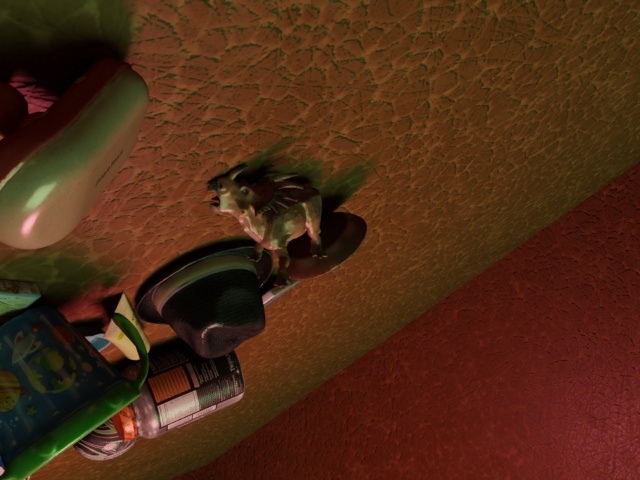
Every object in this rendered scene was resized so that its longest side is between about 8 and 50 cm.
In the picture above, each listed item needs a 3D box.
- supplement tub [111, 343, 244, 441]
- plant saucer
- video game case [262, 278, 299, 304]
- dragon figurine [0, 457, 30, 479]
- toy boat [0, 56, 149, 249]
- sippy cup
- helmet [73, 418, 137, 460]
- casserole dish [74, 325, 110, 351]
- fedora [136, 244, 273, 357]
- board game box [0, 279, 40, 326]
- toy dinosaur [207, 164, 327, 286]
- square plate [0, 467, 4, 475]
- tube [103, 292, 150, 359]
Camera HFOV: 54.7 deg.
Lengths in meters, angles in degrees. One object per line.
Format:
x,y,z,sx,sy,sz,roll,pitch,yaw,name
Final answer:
-0.369,0.373,1.567,0.316,0.193,0.193,-17,156,-30,supplement tub
0.000,0.000,1.271,0.199,0.198,0.036,-31,119,4,plant saucer
-0.155,0.164,1.544,0.190,0.022,0.173,-38,175,20,video game case
-0.661,0.440,1.296,0.289,0.144,0.085,-38,-156,45,dragon figurine
-0.287,-0.106,0.627,0.151,0.151,0.231,-52,-167,45,toy boat
-0.462,0.239,1.033,0.240,0.224,0.305,-38,178,21,sippy cup
-0.560,0.488,1.608,0.169,0.161,0.169,-39,167,-11,helmet
-0.512,0.223,1.244,0.188,0.037,0.114,-32,160,8,casserole dish
-0.213,0.147,1.302,0.334,0.152,0.334,-26,160,-11,fedora
-0.524,0.096,0.938,0.103,0.026,0.154,-35,159,15,board game box
-0.060,-0.052,1.109,0.296,0.127,0.200,-29,131,-54,toy dinosaur
-0.821,0.550,1.581,0.347,0.049,0.344,-31,160,4,square plate
-0.399,0.190,1.271,0.062,0.070,0.240,-22,159,-15,tube
